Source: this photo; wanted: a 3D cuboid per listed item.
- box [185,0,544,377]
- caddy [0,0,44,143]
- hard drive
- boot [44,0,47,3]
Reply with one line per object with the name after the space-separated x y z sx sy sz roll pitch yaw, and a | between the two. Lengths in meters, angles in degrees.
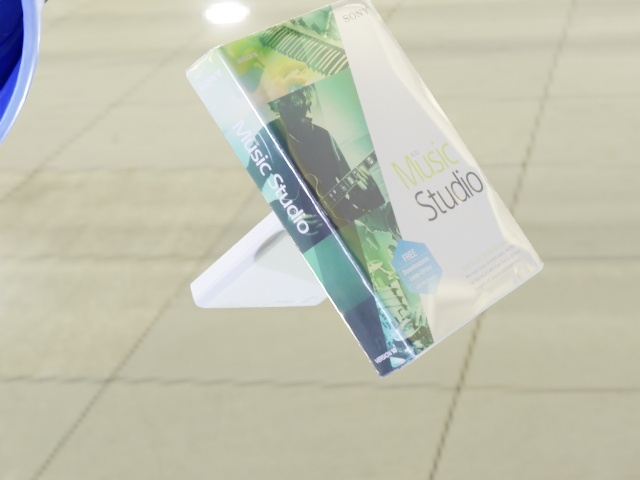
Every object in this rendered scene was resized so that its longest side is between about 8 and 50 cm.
0.047 -0.061 1.480 0.058 0.322 0.232 -37 -5 41 | box
-0.263 -0.174 0.796 0.241 0.341 0.179 -6 26 2 | caddy
0.000 0.000 2.022 0.203 0.040 0.307 0 -28 -37 | hard drive
-0.371 -0.240 1.755 0.094 0.207 0.246 35 -12 -9 | boot
